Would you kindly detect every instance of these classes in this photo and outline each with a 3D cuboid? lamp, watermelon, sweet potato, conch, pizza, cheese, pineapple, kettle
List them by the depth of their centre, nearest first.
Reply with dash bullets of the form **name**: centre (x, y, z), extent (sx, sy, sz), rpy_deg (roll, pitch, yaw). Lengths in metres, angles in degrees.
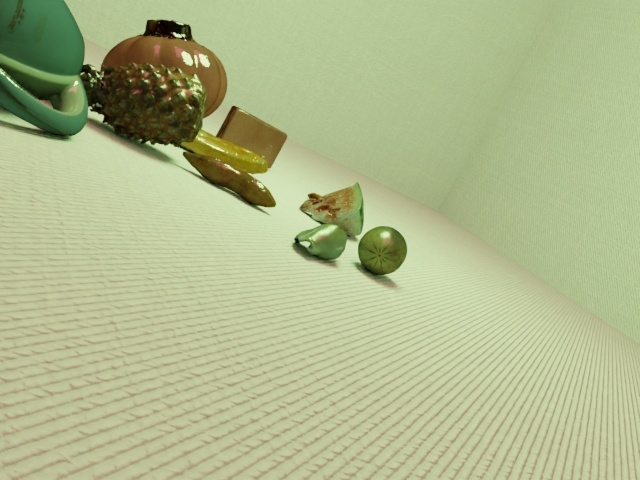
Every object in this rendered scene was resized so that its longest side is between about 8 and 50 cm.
- **kettle**: centre (-0.505, -0.312, 1.282), extent (0.319, 0.247, 0.342), rpy_deg (64, 13, 17)
- **conch**: centre (0.005, -0.005, 1.463), extent (0.088, 0.065, 0.180), rpy_deg (33, 19, 20)
- **pineapple**: centre (-0.414, -0.292, 1.605), extent (0.361, 0.175, 0.175), rpy_deg (12, 11, -4)
- **sweet potato**: centre (-0.183, -0.127, 1.626), extent (0.218, 0.051, 0.065), rpy_deg (29, 11, 3)
- **watermelon**: centre (0.042, -0.076, 1.857), extent (0.158, 0.121, 0.098), rpy_deg (22, 32, -11)
- **lamp**: centre (-0.374, -0.404, 1.915), extent (0.305, 0.239, 0.305), rpy_deg (5, 5, 0)
- **pizza**: centre (-0.249, -0.221, 1.938), extent (0.271, 0.056, 0.134), rpy_deg (15, 18, -41)
- **cheese**: centre (-0.197, -0.288, 2.280), extent (0.177, 0.128, 0.203), rpy_deg (28, 5, -14)

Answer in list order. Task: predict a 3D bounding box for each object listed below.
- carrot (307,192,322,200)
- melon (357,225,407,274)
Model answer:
- **carrot**: centre (0.020, -0.092, 2.082), extent (0.037, 0.037, 0.190), rpy_deg (19, 11, -43)
- **melon**: centre (0.122, 0.020, 1.575), extent (0.098, 0.098, 0.131), rpy_deg (28, 15, 0)
